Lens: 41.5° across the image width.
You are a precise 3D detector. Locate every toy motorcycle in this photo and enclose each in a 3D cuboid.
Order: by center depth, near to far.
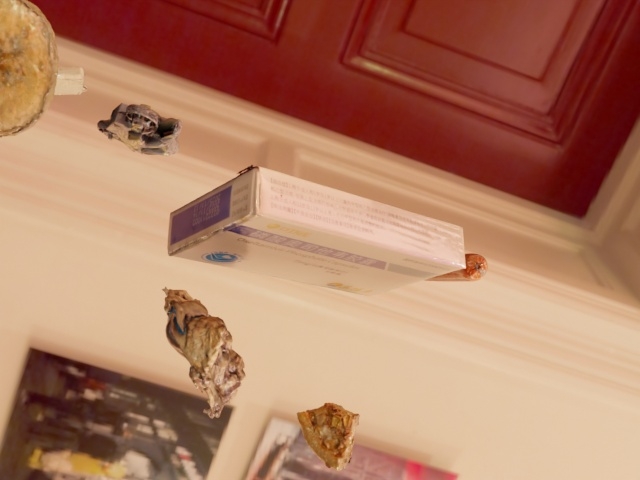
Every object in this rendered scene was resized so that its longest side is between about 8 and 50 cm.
[{"bbox_3d":[-0.269,-0.169,1.318,0.193,0.124,0.061,-5,-114,58],"label":"toy motorcycle"}]

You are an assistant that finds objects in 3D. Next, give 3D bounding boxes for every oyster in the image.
[{"bbox_3d":[-0.170,0.145,1.232,0.214,0.083,0.223,77,-12,-51],"label":"oyster"}]

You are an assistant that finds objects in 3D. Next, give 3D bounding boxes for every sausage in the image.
[{"bbox_3d":[0.244,0.053,1.619,0.348,0.053,0.053,169,-61,-79],"label":"sausage"}]

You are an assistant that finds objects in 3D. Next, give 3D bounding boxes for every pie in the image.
[{"bbox_3d":[-0.592,-0.313,1.491,0.055,0.274,0.274,16,-93,69],"label":"pie"}]

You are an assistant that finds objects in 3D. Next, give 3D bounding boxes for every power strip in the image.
[{"bbox_3d":[-0.618,-0.354,1.880,0.081,0.192,0.035,127,-45,-62],"label":"power strip"}]

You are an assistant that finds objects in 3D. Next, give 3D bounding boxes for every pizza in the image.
[{"bbox_3d":[0.032,0.470,2.086,0.161,0.062,0.182,-36,-120,18],"label":"pizza"}]

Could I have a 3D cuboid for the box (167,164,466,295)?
[{"bbox_3d":[0.000,0.000,1.093,0.200,0.343,0.065,-21,-117,48],"label":"box"}]
